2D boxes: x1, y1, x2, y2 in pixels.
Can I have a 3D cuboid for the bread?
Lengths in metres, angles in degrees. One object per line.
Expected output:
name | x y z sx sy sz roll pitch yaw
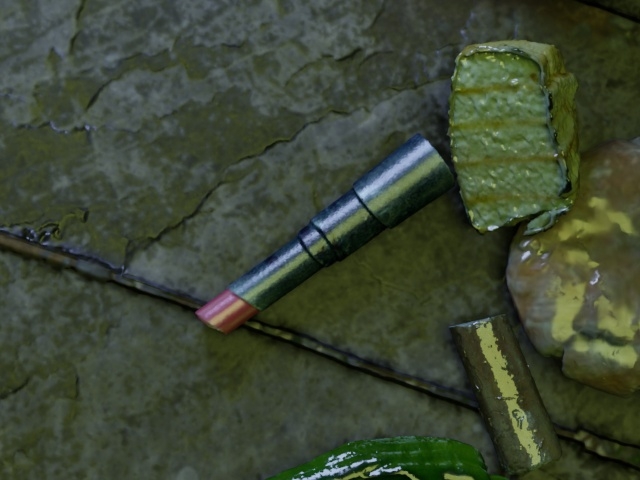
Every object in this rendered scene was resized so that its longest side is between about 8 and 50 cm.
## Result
bread | 0.162 -0.091 1.265 0.103 0.110 0.156 1 109 19

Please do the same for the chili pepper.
chili pepper | 0.034 0.209 1.235 0.257 0.074 0.100 -11 89 -4

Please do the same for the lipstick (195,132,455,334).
lipstick | 0.000 0.000 1.258 0.234 0.053 0.053 -35 90 -7

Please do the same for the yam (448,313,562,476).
yam | 0.150 0.123 1.264 0.054 0.054 0.132 -21 86 -9

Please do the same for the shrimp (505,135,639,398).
shrimp | 0.373 0.014 1.286 0.446 0.110 0.221 -3 76 -4
